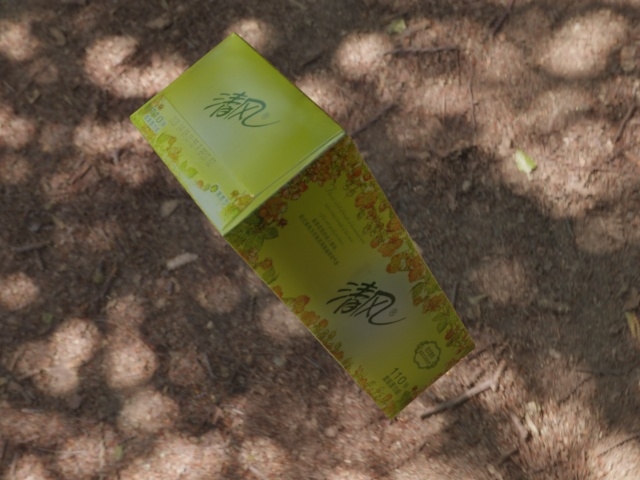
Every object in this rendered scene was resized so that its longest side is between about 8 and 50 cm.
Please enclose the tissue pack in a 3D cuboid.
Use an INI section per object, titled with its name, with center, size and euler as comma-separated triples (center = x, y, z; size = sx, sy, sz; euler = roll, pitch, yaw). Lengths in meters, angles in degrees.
[tissue pack]
center = 0.000, 0.000, 0.397
size = 0.062, 0.176, 0.095
euler = -41, 48, -2
